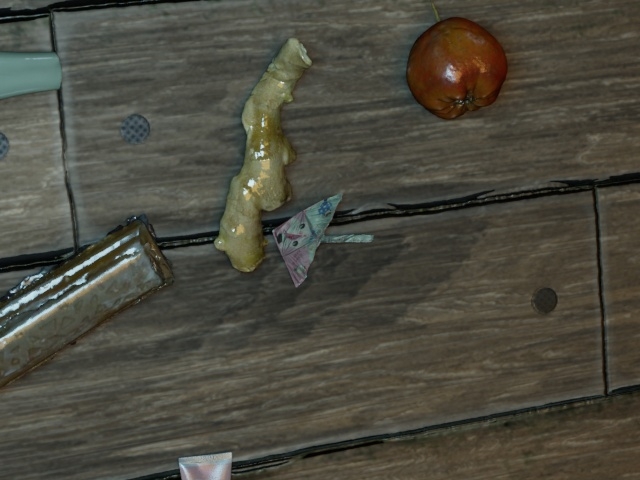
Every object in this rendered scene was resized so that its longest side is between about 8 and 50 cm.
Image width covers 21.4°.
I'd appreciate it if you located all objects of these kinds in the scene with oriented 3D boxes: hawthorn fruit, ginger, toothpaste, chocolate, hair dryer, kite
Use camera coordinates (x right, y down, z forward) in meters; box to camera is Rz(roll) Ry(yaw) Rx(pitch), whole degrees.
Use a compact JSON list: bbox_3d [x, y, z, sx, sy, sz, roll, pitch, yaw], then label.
[{"bbox_3d":[0.166,-0.212,2.067,0.125,0.140,0.125,-2,129,-3],"label":"hawthorn fruit"},{"bbox_3d":[-0.062,-0.101,2.024,0.089,0.075,0.288,14,96,-17],"label":"ginger"},{"bbox_3d":[-0.136,0.360,2.084,0.067,0.043,0.194,-4,94,-15],"label":"toothpaste"},{"bbox_3d":[-0.317,0.090,1.966,0.329,0.065,0.102,-32,106,-14],"label":"chocolate"},{"bbox_3d":[-0.386,-0.118,1.920,0.229,0.092,0.267,-25,119,-20],"label":"hair dryer"},{"bbox_3d":[0.000,0.000,2.075,0.152,0.005,0.137,11,114,-37],"label":"kite"}]
